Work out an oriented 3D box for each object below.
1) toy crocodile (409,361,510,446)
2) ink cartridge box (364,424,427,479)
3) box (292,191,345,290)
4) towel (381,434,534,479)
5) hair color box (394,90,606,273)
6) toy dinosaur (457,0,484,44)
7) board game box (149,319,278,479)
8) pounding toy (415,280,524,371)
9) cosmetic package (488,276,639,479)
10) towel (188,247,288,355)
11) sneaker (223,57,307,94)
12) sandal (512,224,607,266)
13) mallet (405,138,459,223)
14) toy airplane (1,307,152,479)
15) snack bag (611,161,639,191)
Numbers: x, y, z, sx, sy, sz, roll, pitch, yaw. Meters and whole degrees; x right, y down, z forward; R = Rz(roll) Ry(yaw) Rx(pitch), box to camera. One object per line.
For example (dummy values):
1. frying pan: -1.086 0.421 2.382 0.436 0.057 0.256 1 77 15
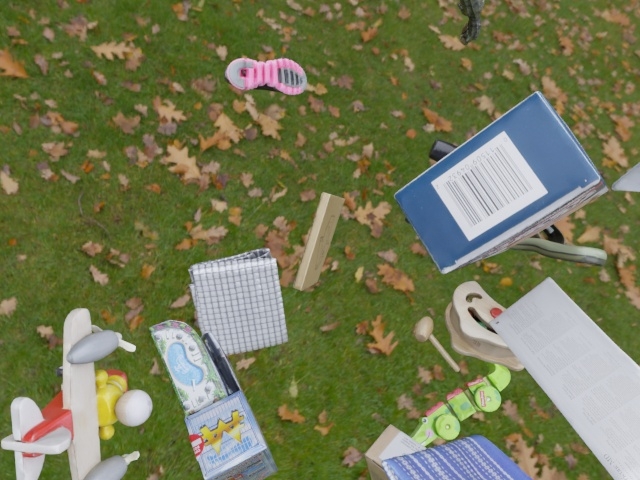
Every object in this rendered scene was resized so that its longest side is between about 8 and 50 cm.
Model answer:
1. toy crocodile: 0.366 0.444 1.367 0.341 0.115 0.105 -33 74 -5
2. ink cartridge box: 0.207 0.485 0.960 0.235 0.193 0.088 25 52 38
3. box: 0.000 0.000 1.078 0.021 0.164 0.201 18 96 12
4. towel: 0.240 0.346 0.647 0.243 0.040 0.336 39 10 35
5. hair color box: 0.245 -0.060 0.635 0.347 0.174 0.105 -8 65 -59
6. toy dinosaur: 0.260 -0.479 0.916 0.064 0.268 0.118 -7 64 22
7. board game box: -0.105 0.171 0.525 0.060 0.194 0.194 -24 78 -15
8. pounding toy: 0.356 0.204 1.166 0.270 0.154 0.154 17 47 7
9. cosmetic package: 0.312 0.162 0.595 0.060 0.099 0.239 41 14 -44
10. towel: -0.220 0.166 1.401 0.235 0.283 0.121 -10 23 -4
11. sneaker: -0.077 -0.223 0.698 0.119 0.057 0.047 -2 99 -30
12. sandal: 0.462 -0.017 1.083 0.120 0.303 0.086 2 101 -33
13. mallet: 0.210 -0.098 0.944 0.062 0.189 0.039 18 43 5
14. toy airplane: -0.547 0.409 1.217 0.273 0.386 0.384 -2 48 -6
15. snack bag: 0.842 -0.166 1.067 0.323 0.342 0.037 3 69 -4
